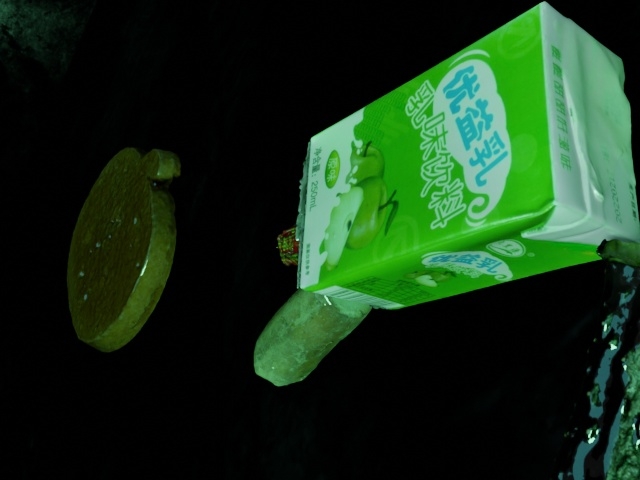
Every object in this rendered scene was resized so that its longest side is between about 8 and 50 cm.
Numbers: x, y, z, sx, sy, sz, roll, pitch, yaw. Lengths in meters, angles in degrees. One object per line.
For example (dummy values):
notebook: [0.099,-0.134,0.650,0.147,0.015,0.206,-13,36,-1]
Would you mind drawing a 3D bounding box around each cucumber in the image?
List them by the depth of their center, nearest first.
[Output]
cucumber: [0.161,0.144,0.393,0.081,0.072,0.304,6,75,54]

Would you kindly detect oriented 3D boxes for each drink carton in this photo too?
drink carton: [0.102,-0.048,0.562,0.271,0.108,0.161,-21,58,48]

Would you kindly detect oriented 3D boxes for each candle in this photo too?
candle: [0.000,0.000,0.735,0.130,0.052,0.052,-14,62,51]

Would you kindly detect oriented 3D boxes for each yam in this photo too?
yam: [-0.007,0.080,0.691,0.146,0.069,0.070,-49,38,29]

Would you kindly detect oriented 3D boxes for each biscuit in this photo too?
biscuit: [-0.327,-0.006,1.196,0.350,0.070,0.394,-50,38,23]
